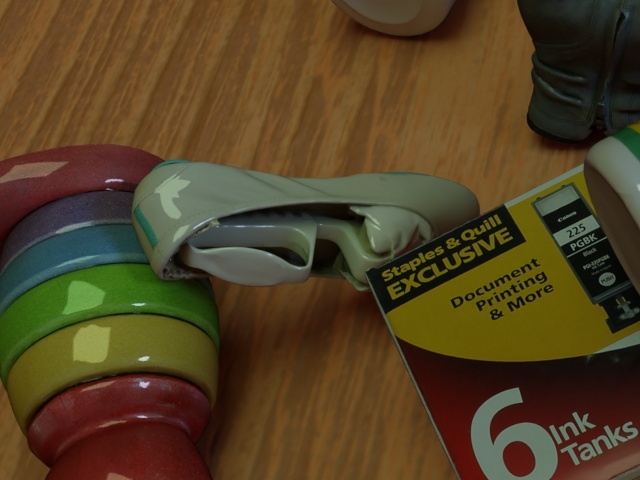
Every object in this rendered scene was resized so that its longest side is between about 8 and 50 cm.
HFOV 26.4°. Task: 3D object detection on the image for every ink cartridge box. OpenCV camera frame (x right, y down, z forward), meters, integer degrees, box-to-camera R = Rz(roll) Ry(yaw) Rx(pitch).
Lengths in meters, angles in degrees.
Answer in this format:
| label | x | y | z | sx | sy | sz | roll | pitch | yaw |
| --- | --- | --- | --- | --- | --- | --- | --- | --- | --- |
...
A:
| label | x | y | z | sx | sy | sz | roll | pitch | yaw |
| --- | --- | --- | --- | --- | --- | --- | --- | --- | --- |
| ink cartridge box | 0.200 | 0.030 | 0.808 | 0.309 | 0.130 | 0.272 | -27 | 46 | 3 |

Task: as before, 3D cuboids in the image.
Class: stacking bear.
| label | x | y | z | sx | sy | sz | roll | pitch | yaw |
| --- | --- | --- | --- | --- | --- | --- | --- | --- | --- |
| stacking bear | -0.142 | 0.093 | 0.907 | 0.164 | 0.175 | 0.289 | -25 | 56 | 14 |

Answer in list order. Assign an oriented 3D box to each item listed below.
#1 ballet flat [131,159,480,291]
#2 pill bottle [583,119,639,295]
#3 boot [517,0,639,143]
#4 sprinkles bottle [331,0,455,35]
| label | x | y | z | sx | sy | sz | roll | pitch | yaw |
| --- | --- | --- | --- | --- | --- | --- | --- | --- | --- |
| ballet flat | 0.000 | 0.000 | 0.895 | 0.248 | 0.086 | 0.086 | 2 | 44 | -20 |
| pill bottle | 0.247 | -0.041 | 0.672 | 0.208 | 0.117 | 0.117 | -27 | 47 | 2 |
| boot | 0.246 | -0.133 | 0.904 | 0.246 | 0.161 | 0.083 | 7 | 43 | 31 |
| sprinkles bottle | 0.119 | -0.337 | 1.150 | 0.121 | 0.121 | 0.355 | 11 | 59 | 32 |
